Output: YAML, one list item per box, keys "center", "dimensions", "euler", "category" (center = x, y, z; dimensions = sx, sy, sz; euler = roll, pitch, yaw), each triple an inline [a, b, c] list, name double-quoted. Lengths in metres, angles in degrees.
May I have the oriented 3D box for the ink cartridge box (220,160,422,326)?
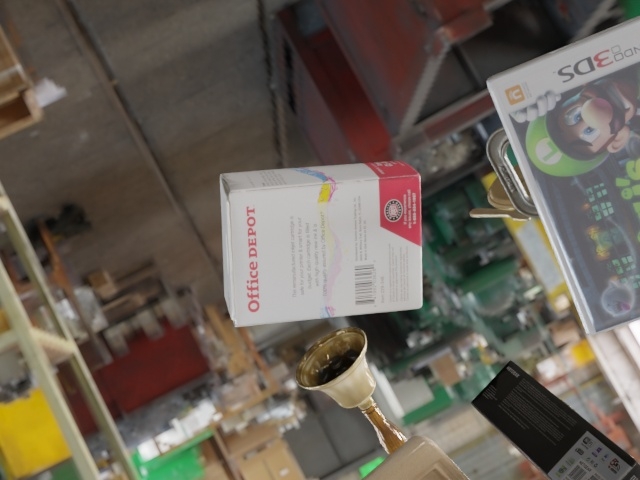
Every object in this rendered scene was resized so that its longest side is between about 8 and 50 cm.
- center: [0.000, 0.000, 1.925]
  dimensions: [0.306, 0.226, 0.131]
  euler: [-4, -163, -9]
  category: "ink cartridge box"

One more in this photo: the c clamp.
- center: [0.292, -0.107, 1.610]
  dimensions: [0.137, 0.161, 0.022]
  euler: [-16, -161, 28]
  category: "c clamp"

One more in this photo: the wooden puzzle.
- center: [0.087, 0.347, 1.423]
  dimensions: [0.221, 0.044, 0.239]
  euler: [-41, 132, 0]
  category: "wooden puzzle"

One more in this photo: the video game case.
- center: [0.224, -0.051, 0.800]
  dimensions: [0.173, 0.190, 0.022]
  euler: [-21, -171, 14]
  category: "video game case"

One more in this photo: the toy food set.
- center: [0.325, -0.079, 1.893]
  dimensions: [0.132, 0.038, 0.192]
  euler: [4, -139, 43]
  category: "toy food set"

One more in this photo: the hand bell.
- center: [0.079, 0.262, 1.875]
  dimensions: [0.126, 0.242, 0.126]
  euler: [-29, -155, 15]
  category: "hand bell"

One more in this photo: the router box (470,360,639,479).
- center: [0.338, 0.292, 1.442]
  dimensions: [0.081, 0.243, 0.309]
  euler: [-47, -156, -1]
  category: "router box"
